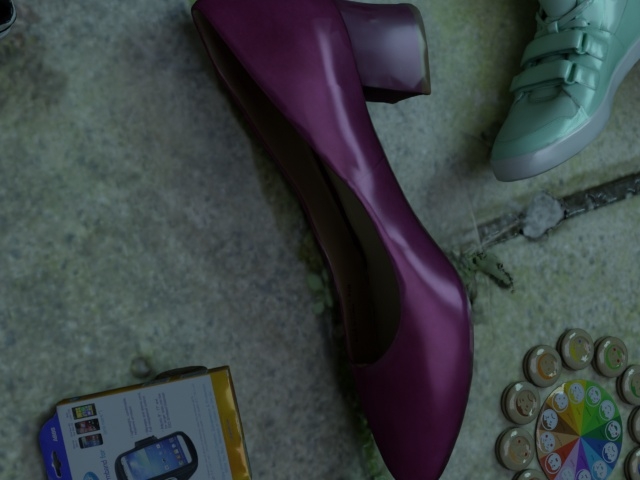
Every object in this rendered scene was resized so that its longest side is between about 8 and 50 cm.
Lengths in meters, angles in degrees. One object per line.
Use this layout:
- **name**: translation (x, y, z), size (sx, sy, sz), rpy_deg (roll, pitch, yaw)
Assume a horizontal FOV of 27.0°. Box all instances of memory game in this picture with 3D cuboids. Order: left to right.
- **memory game**: translation (0.227, 0.168, 1.153), size (0.186, 0.012, 0.186), rpy_deg (1, 87, -30)

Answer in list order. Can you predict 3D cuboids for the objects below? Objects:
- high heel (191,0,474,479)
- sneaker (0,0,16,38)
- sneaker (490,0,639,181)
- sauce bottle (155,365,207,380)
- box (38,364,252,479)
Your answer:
- **high heel**: translation (0.000, 0.000, 0.974), size (0.181, 0.127, 0.377), rpy_deg (-2, 79, -29)
- **sneaker**: translation (-0.251, -0.156, 0.874), size (0.109, 0.044, 0.040), rpy_deg (1, 89, -28)
- **sneaker**: translation (0.184, -0.170, 1.096), size (0.151, 0.094, 0.256), rpy_deg (53, 55, -24)
- **sauce bottle**: translation (-0.088, 0.155, 0.955), size (0.042, 0.042, 0.128), rpy_deg (-13, 96, -30)
- **box**: translation (-0.121, 0.139, 0.918), size (0.136, 0.028, 0.081), rpy_deg (-11, 94, 2)
